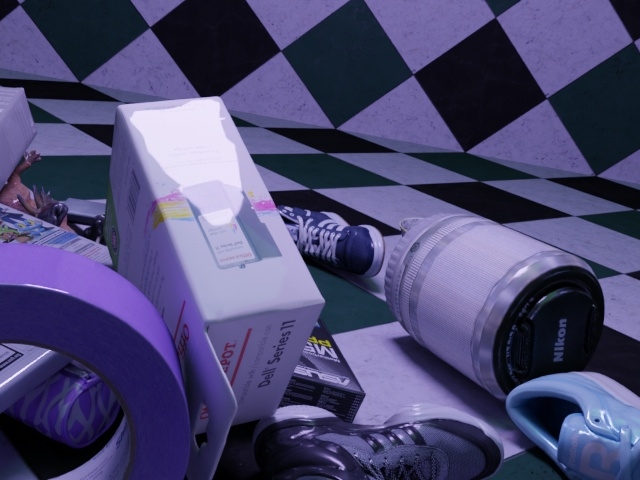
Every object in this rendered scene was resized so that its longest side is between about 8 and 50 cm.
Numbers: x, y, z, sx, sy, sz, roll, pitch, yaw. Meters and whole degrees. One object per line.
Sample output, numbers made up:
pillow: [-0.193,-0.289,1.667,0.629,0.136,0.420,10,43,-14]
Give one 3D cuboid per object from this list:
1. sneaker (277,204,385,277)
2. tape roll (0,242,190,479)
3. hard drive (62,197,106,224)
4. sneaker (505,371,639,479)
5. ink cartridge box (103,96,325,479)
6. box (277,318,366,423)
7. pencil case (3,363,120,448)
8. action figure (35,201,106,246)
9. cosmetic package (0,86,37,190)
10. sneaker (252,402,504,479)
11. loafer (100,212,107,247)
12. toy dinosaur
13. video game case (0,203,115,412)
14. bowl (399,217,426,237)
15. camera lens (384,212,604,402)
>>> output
sneaker: [0.000,0.000,1.497,0.153,0.099,0.282,7,10,-26]
tape roll: [-0.245,0.144,0.630,0.275,0.274,0.090,5,18,-17]
hard drive: [-0.438,-0.052,1.550,0.135,0.022,0.094,9,17,-4]
sneaker: [0.345,0.252,0.880,0.150,0.135,0.366,0,9,-25]
ink cartridge box: [-0.110,0.050,0.786,0.119,0.207,0.353,-9,53,-27]
box: [-0.100,0.134,1.002,0.270,0.060,0.216,18,14,-20]
pencil case: [-0.316,0.153,0.871,0.206,0.088,0.086,17,34,25]
action figure: [-0.334,0.074,1.037,0.164,0.141,0.275,12,33,-18]
cosmetic package: [-0.574,-0.147,1.293,0.127,0.107,0.238,3,41,4]
sneaker: [0.063,0.242,0.797,0.269,0.101,0.153,3,19,-3]
loafer: [-0.332,-0.006,1.357,0.094,0.087,0.251,12,18,7]
toy dinosaur: [-0.564,-0.057,1.349,0.296,0.127,0.200,-4,30,-22]
video game case: [-0.383,0.062,0.861,0.300,0.036,0.329,20,30,17]
bowl: [0.236,0.017,1.609,0.170,0.080,0.170,9,17,-3]
camera lens: [0.248,0.091,1.148,0.219,0.219,0.274,-1,18,-31]
